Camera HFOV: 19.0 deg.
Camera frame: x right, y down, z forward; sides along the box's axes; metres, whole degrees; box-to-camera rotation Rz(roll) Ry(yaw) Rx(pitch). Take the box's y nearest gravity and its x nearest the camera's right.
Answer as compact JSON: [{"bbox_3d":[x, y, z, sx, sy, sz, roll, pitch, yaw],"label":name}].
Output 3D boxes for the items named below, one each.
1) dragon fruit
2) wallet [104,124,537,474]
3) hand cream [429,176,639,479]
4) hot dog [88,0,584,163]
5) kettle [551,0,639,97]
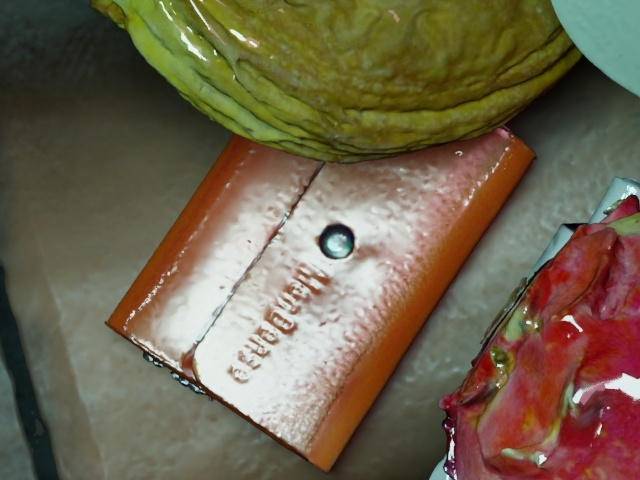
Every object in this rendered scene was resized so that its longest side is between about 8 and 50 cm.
[{"bbox_3d":[0.171,0.075,0.896,0.163,0.189,0.262,35,68,-32],"label":"dragon fruit"},{"bbox_3d":[0.000,0.000,0.997,0.142,0.045,0.204,33,83,7],"label":"wallet"},{"bbox_3d":[0.111,0.085,0.985,0.084,0.050,0.257,22,84,6],"label":"hand cream"},{"bbox_3d":[0.014,-0.133,0.942,0.272,0.122,0.196,-22,57,-26],"label":"hot dog"},{"bbox_3d":[0.239,-0.241,0.871,0.205,0.265,0.318,31,56,-17],"label":"kettle"}]
